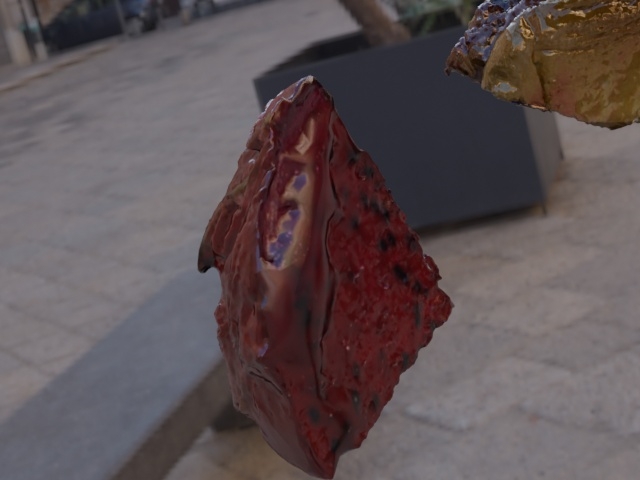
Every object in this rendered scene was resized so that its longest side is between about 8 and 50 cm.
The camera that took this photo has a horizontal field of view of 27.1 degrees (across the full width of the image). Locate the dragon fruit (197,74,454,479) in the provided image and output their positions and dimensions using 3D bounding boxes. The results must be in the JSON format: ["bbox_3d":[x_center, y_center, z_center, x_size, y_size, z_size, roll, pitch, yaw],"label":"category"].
[{"bbox_3d":[0.000,0.000,1.241,0.240,0.330,0.302,-14,24,-19],"label":"dragon fruit"}]

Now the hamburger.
[{"bbox_3d":[0.292,-0.209,1.326,0.282,0.245,0.155,26,14,-26],"label":"hamburger"}]
